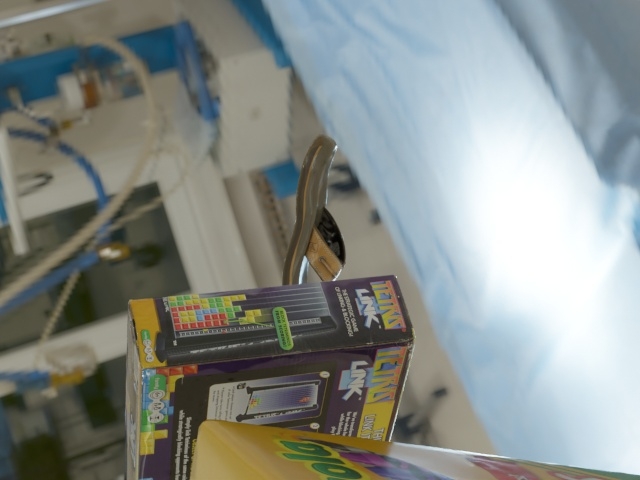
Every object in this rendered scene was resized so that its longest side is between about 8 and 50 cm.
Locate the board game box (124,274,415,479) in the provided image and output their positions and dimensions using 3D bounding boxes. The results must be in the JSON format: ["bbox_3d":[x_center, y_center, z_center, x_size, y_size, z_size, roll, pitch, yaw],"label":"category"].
[{"bbox_3d":[-0.033,0.095,0.771,0.170,0.141,0.048,101,158,-47],"label":"board game box"}]

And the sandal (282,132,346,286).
[{"bbox_3d":[0.000,0.000,1.446,0.090,0.060,0.219,-66,-13,-72],"label":"sandal"}]

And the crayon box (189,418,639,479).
[{"bbox_3d":[0.074,0.143,0.554,0.202,0.318,0.081,-159,80,-67],"label":"crayon box"}]
